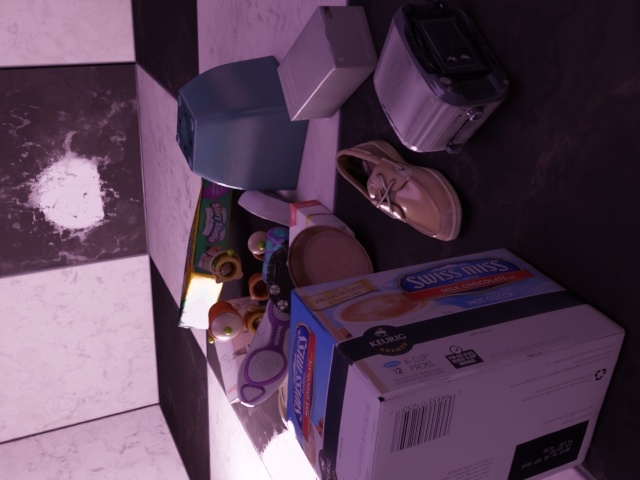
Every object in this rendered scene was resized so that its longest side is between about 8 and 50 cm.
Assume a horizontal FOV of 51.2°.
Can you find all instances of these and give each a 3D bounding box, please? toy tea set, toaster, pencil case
[{"bbox_3d":[-0.201,0.134,1.799,0.124,0.200,0.335,-131,44,-63],"label":"toy tea set"},{"bbox_3d":[0.159,-0.235,0.962,0.226,0.129,0.146,67,154,25],"label":"toaster"},{"bbox_3d":[-0.111,0.043,1.722,0.070,0.064,0.151,17,127,12],"label":"pencil case"}]

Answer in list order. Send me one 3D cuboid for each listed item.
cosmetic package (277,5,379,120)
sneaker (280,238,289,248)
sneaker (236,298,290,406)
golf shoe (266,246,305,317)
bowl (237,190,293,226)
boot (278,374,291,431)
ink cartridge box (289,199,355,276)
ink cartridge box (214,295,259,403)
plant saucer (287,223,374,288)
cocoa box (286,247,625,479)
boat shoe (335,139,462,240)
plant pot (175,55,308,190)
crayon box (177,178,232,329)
[{"bbox_3d":[0.008,-0.335,1.287,0.238,0.107,0.127,-28,73,61],"label":"cosmetic package"},{"bbox_3d":[-0.069,0.067,1.626,0.072,0.077,0.178,-140,46,-57],"label":"sneaker"},{"bbox_3d":[-0.124,0.282,1.691,0.152,0.114,0.305,111,-179,-62],"label":"sneaker"},{"bbox_3d":[-0.057,0.121,1.520,0.120,0.105,0.272,-109,-1,-60],"label":"golf shoe"},{"bbox_3d":[-0.118,-0.082,1.625,0.142,0.142,0.053,36,105,59],"label":"bowl"},{"bbox_3d":[-0.053,0.377,1.703,0.165,0.077,0.213,127,135,-56],"label":"boot"},{"bbox_3d":[0.000,0.000,1.463,0.198,0.067,0.115,41,135,54],"label":"ink cartridge box"},{"bbox_3d":[-0.239,0.335,2.041,0.207,0.117,0.282,-46,57,60],"label":"ink cartridge box"},{"bbox_3d":[0.026,0.055,1.376,0.199,0.036,0.198,12,116,26],"label":"plant saucer"},{"bbox_3d":[0.155,0.178,0.856,0.228,0.348,0.231,-134,41,-52],"label":"cocoa box"},{"bbox_3d":[0.124,-0.085,1.126,0.302,0.098,0.109,49,141,49],"label":"boat shoe"},{"bbox_3d":[-0.201,-0.267,1.582,0.247,0.253,0.247,57,147,40],"label":"plant pot"},{"bbox_3d":[-0.354,0.040,2.055,0.313,0.106,0.362,115,159,-50],"label":"crayon box"}]
